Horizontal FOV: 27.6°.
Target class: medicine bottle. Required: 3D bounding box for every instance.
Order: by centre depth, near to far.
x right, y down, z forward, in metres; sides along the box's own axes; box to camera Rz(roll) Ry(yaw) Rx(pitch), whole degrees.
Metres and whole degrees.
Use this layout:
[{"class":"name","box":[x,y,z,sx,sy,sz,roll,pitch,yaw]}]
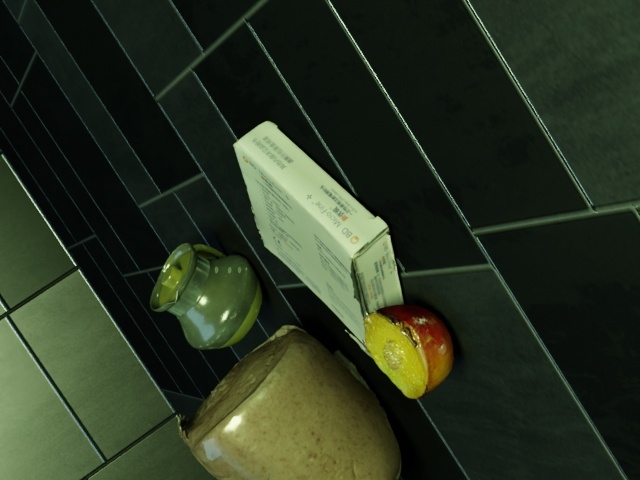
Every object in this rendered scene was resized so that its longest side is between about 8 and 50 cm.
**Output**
[{"class":"medicine bottle","box":[0.000,0.000,1.256,0.201,0.052,0.171,44,160,37]}]

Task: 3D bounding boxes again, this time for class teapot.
[{"class":"teapot","box":[-0.145,0.059,1.654,0.119,0.130,0.166,30,-154,-24]}]

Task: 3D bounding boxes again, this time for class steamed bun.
[{"class":"steamed bun","box":[-0.020,0.221,1.514,0.251,0.199,0.301,39,173,-6]}]

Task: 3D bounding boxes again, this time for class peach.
[{"class":"peach","box":[0.084,0.092,1.181,0.098,0.061,0.098,41,145,37]}]
